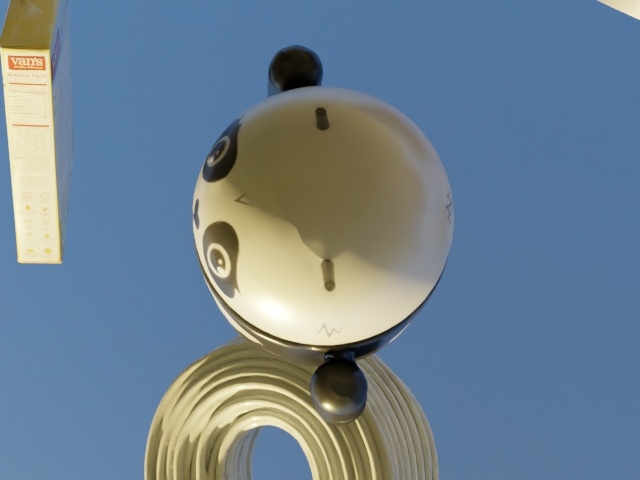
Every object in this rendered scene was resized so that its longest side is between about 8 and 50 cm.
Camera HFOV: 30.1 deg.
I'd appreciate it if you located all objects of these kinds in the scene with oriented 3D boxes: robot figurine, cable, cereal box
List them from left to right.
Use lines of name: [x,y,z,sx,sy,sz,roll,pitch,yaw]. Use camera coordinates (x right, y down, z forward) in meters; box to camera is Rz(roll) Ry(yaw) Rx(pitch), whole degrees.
cereal box: [-0.255,-0.123,1.090,0.047,0.240,0.173,1,-139,-7]
cable: [-0.030,0.198,1.010,0.257,0.089,0.257,-50,-115,22]
robot figurine: [-0.003,-0.002,0.824,0.209,0.278,0.173,43,-99,6]

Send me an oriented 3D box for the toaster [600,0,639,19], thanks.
toaster: [0.221,-0.249,0.810,0.168,0.110,0.185,28,-99,2]
